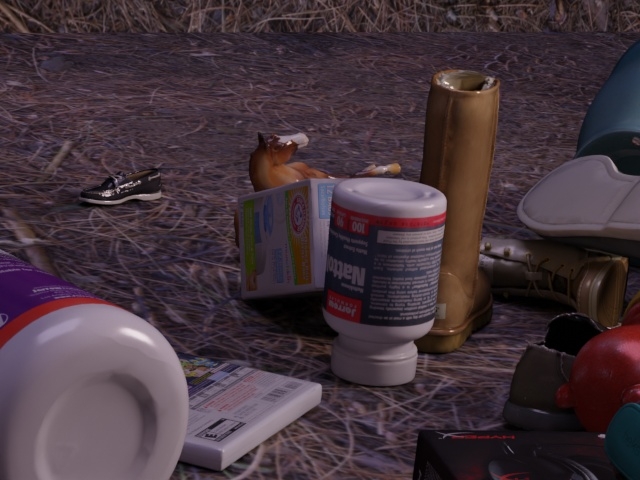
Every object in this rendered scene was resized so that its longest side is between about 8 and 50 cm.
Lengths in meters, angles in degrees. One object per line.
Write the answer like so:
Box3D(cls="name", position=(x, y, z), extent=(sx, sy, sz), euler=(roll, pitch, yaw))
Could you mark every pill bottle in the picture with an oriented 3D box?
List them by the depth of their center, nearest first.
Box3D(cls="pill bottle", position=(-0.256, 0.100, 1.449), extent=(0.182, 0.181, 0.323), euler=(-7, 18, -39))
Box3D(cls="pill bottle", position=(0.057, 0.039, 1.793), extent=(0.108, 0.180, 0.108), euler=(4, 14, -1))

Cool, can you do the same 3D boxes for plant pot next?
Box3D(cls="plant pot", position=(0.430, -0.101, 2.353), extent=(0.272, 0.271, 0.255), euler=(12, 30, 27))

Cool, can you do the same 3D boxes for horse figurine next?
Box3D(cls="horse figurine", position=(-0.030, -0.039, 2.132), extent=(0.175, 0.066, 0.263), euler=(-7, -23, -28))

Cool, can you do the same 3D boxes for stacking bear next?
Box3D(cls="stacking bear", position=(0.333, 0.097, 1.692), extent=(0.289, 0.164, 0.175), euler=(-26, 21, -38))

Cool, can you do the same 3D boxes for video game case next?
Box3D(cls="video game case", position=(-0.121, 0.141, 1.656), extent=(0.183, 0.023, 0.201), euler=(11, 17, 22))

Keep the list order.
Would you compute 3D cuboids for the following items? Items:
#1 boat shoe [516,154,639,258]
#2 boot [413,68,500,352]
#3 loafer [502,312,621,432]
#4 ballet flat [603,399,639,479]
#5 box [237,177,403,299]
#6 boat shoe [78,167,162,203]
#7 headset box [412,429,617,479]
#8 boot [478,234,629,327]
Box3D(cls="boat shoe", position=(0.317, -0.016, 2.030), extent=(0.116, 0.099, 0.319), euler=(-46, 21, -14))
Box3D(cls="boot", position=(0.143, -0.042, 1.957), extent=(0.089, 0.269, 0.236), euler=(7, 15, 6))
Box3D(cls="loafer", position=(0.255, 0.111, 1.768), extent=(0.094, 0.087, 0.251), euler=(13, 17, 29))
Box3D(cls="ballet flat", position=(0.237, 0.160, 1.179), extent=(0.079, 0.077, 0.221), euler=(23, 11, -11))
Box3D(cls="box", position=(0.000, 0.000, 1.947), extent=(0.103, 0.114, 0.203), euler=(-1, -3, -23))
Box3D(cls="boat shoe", position=(-0.248, -0.068, 2.394), extent=(0.125, 0.038, 0.046), euler=(-8, 19, -41))
Box3D(cls="headset box", position=(0.199, 0.225, 1.257), extent=(0.218, 0.110, 0.293), euler=(2, 15, -13))
Box3D(cls="boot", position=(0.244, 0.041, 2.066), extent=(0.165, 0.077, 0.213), euler=(7, 13, 12))
